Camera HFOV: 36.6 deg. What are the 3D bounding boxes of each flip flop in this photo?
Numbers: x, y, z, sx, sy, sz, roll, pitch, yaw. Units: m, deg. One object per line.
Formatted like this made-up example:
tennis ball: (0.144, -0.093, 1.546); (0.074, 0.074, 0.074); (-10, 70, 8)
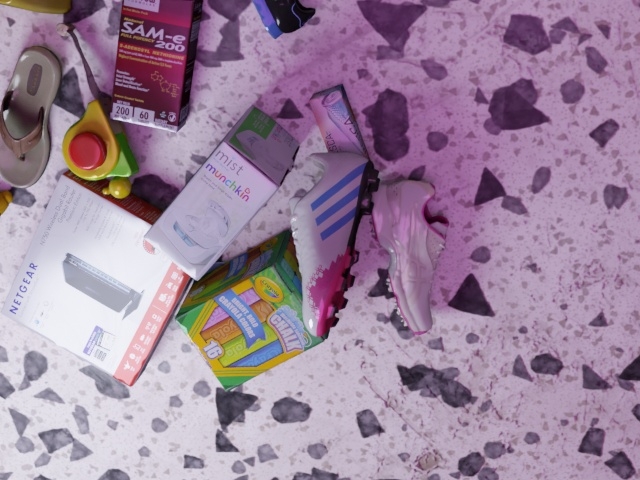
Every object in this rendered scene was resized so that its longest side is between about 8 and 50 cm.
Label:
flip flop: (-0.547, -0.223, 1.787); (0.112, 0.080, 0.277); (22, 115, -2)

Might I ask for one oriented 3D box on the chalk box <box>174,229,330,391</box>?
chalk box: (-0.090, 0.113, 1.793); (0.289, 0.180, 0.179); (-30, 105, 15)

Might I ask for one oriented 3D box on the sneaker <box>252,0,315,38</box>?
sneaker: (-0.093, -0.463, 1.648); (0.090, 0.081, 0.232); (-25, 113, 12)

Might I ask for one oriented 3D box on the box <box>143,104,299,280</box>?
box: (-0.163, -0.089, 1.698); (0.127, 0.262, 0.231); (39, 111, -8)

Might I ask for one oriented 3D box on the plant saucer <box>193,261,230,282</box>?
plant saucer: (-0.154, 0.071, 1.889); (0.192, 0.018, 0.067); (0, 111, 6)

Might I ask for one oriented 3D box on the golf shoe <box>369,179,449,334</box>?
golf shoe: (0.181, 0.031, 1.785); (0.140, 0.115, 0.306); (-14, 110, 8)

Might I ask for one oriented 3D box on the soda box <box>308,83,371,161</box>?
soda box: (0.041, -0.184, 1.746); (0.063, 0.058, 0.183); (-18, 108, 13)

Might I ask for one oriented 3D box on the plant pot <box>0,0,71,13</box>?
plant pot: (-0.549, -0.492, 1.630); (0.212, 0.187, 0.212); (11, 111, 3)

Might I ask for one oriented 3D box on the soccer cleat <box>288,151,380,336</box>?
soccer cleat: (0.000, 0.000, 1.678); (0.143, 0.116, 0.331); (14, 75, 10)

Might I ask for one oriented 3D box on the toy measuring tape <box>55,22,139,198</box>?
toy measuring tape: (-0.438, -0.225, 1.767); (0.121, 0.121, 0.330); (-21, 97, 14)

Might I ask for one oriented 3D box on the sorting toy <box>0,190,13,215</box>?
sorting toy: (-0.708, -0.163, 1.839); (0.126, 0.127, 0.365); (-31, 103, -13)

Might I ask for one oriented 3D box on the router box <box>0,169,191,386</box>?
router box: (-0.417, 0.072, 1.875); (0.301, 0.082, 0.335); (29, 111, -1)

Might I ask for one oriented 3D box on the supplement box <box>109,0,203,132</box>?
supplement box: (-0.293, -0.325, 1.725); (0.130, 0.073, 0.239); (12, 111, 3)
